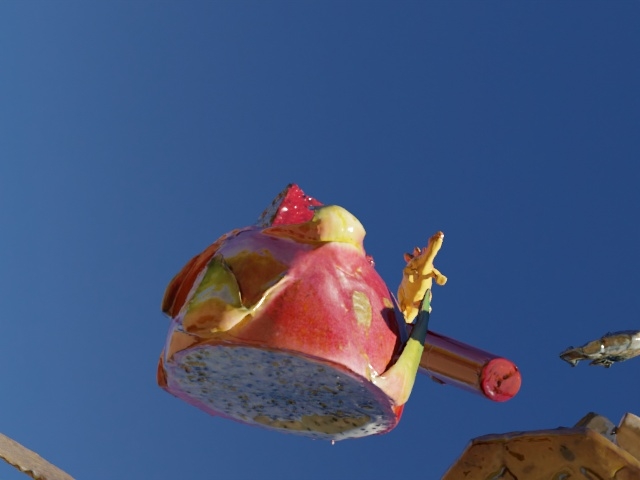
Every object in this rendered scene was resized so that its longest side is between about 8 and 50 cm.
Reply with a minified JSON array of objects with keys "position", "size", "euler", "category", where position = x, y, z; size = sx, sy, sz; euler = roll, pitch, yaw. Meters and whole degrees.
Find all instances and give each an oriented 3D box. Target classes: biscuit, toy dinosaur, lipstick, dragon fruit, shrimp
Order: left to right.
[{"position":[-0.340,0.184,1.045],"size":[0.013,0.232,0.237],"euler":[-59,-176,-15],"category":"biscuit"},{"position":[-0.028,0.092,1.153],"size":[0.291,0.291,0.189],"euler":[-29,-141,48],"category":"dragon fruit"},{"position":[-0.011,0.011,1.553],"size":[0.092,0.192,0.122],"euler":[-41,-146,47],"category":"dragon fruit"},{"position":[0.162,0.087,1.852],"size":[0.117,0.070,0.288],"euler":[-77,-176,-52],"category":"toy dinosaur"},{"position":[0.190,0.178,1.584],"size":[0.280,0.073,0.073],"euler":[-167,-104,-65],"category":"lipstick"},{"position":[0.288,0.386,1.324],"size":[0.359,0.046,0.359],"euler":[6,-69,15],"category":"biscuit"},{"position":[0.286,0.109,1.094],"size":[0.091,0.161,0.034],"euler":[-8,-103,6],"category":"shrimp"}]

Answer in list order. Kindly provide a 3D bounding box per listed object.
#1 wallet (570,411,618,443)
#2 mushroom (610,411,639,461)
[{"position":[0.389,0.428,1.721],"size":[0.309,0.165,0.042],"euler":[-46,-162,-1],"category":"wallet"},{"position":[0.449,0.393,1.496],"size":[0.151,0.156,0.285],"euler":[18,-114,12],"category":"mushroom"}]
